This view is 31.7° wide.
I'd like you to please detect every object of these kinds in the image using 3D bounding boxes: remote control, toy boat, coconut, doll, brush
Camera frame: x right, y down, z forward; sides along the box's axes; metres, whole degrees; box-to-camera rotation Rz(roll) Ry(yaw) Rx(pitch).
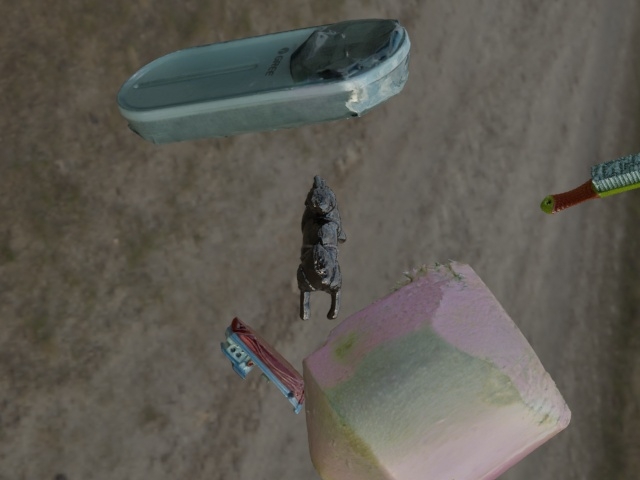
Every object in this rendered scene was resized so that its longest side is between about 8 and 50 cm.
[{"bbox_3d":[-0.046,-0.124,0.883,0.104,0.247,0.052,-66,144,-48],"label":"remote control"},{"bbox_3d":[-0.084,0.191,1.677,0.173,0.059,0.069,44,1,-14],"label":"toy boat"},{"bbox_3d":[0.096,0.157,1.127,0.233,0.245,0.233,56,5,-7],"label":"coconut"},{"bbox_3d":[0.000,0.000,1.364,0.165,0.057,0.139,84,9,-55],"label":"doll"},{"bbox_3d":[0.175,-0.037,0.717,0.021,0.083,0.019,39,44,-40],"label":"brush"}]
